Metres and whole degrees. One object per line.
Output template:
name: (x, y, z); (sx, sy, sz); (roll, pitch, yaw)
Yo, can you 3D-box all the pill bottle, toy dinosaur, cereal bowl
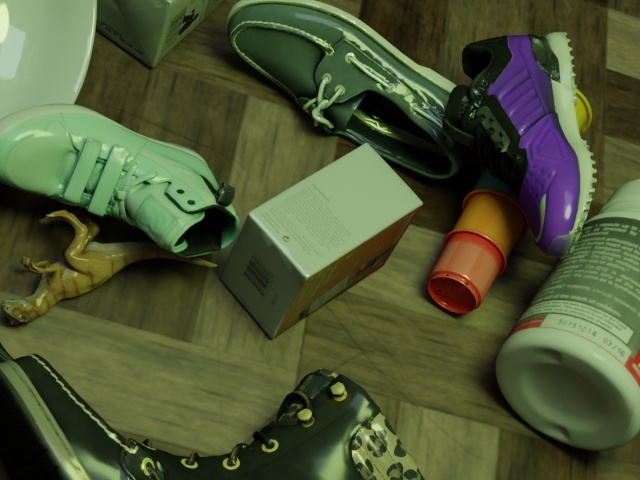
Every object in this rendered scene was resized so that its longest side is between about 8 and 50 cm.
pill bottle: (0.316, 0.071, 1.421); (0.161, 0.161, 0.283); (36, 54, 5)
toy dinosaur: (-0.226, 0.020, 1.334); (0.211, 0.064, 0.112); (-24, 87, -21)
cereal bowl: (-0.373, -0.242, 1.311); (0.141, 0.339, 0.339); (5, 48, 28)

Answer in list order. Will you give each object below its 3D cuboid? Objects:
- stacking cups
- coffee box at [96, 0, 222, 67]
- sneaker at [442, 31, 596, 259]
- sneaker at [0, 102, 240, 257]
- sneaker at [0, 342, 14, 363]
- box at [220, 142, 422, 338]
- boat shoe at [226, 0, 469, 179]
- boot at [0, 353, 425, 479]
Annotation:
stacking cups: (0.217, -0.048, 1.507); (0.096, 0.096, 0.316); (29, 55, 0)
coffee box: (-0.165, -0.361, 1.553); (0.168, 0.119, 0.297); (35, 54, 5)
sneaker: (0.204, -0.106, 1.439); (0.146, 0.102, 0.293); (3, 53, -7)
sneaker: (-0.194, -0.054, 1.299); (0.256, 0.094, 0.151); (9, 24, -35)
sneaker: (-0.349, 0.083, 1.244); (0.188, 0.067, 0.078); (41, 25, 17)
box: (0.000, 0.000, 1.373); (0.170, 0.130, 0.091); (-32, 73, -32)
boat shoe: (0.033, -0.170, 1.505); (0.319, 0.116, 0.099); (27, 50, -8)
boot: (-0.093, 0.208, 1.201); (0.284, 0.138, 0.377); (-35, 79, -32)
